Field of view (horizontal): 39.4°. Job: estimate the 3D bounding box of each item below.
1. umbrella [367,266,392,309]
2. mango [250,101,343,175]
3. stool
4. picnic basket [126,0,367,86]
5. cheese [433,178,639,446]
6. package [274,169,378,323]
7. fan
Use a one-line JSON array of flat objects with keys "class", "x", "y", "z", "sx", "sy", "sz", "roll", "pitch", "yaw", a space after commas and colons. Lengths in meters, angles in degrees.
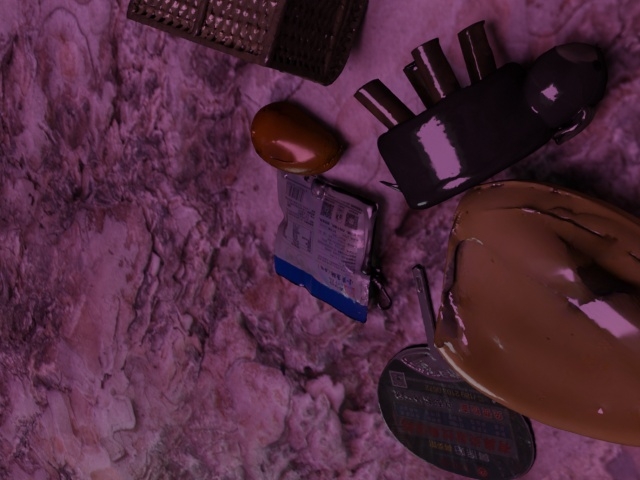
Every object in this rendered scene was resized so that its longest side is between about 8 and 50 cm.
[{"class": "umbrella", "x": 0.053, "y": 0.017, "z": 1.100, "sx": 0.022, "sy": 0.022, "sz": 0.149, "roll": 151, "pitch": 95, "yaw": -84}, {"class": "mango", "x": -0.032, "y": -0.116, "z": 1.056, "sx": 0.127, "sy": 0.063, "sz": 0.077, "roll": 28, "pitch": 123, "yaw": 25}, {"class": "stool", "x": 0.147, "y": -0.128, "z": 0.847, "sx": 0.228, "sy": 0.153, "sz": 0.139, "roll": -29, "pitch": 92, "yaw": 5}, {"class": "picnic basket", "x": -0.070, "y": -0.255, "z": 0.934, "sx": 0.196, "sy": 0.154, "sz": 0.134, "roll": 24, "pitch": 104, "yaw": 29}, {"class": "cheese", "x": 0.262, "y": 0.081, "z": 0.859, "sx": 0.316, "sy": 0.128, "sz": 0.259, "roll": 25, "pitch": 137, "yaw": 34}, {"class": "package", "x": 0.000, "y": 0.000, "z": 1.116, "sx": 0.171, "sy": 0.027, "sz": 0.173, "roll": 27, "pitch": 129, "yaw": 35}, {"class": "fan", "x": 0.139, "y": 0.190, "z": 1.137, "sx": 0.294, "sy": 0.012, "sz": 0.223, "roll": 55, "pitch": 138, "yaw": 0}]
